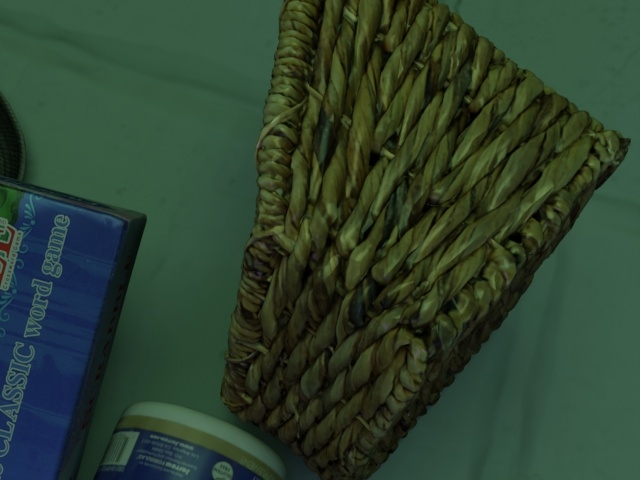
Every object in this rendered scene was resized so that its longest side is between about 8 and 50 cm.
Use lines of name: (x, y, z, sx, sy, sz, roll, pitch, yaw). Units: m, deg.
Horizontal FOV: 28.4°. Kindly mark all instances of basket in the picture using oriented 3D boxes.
basket: (0.000, 0.000, 0.748, 0.223, 0.299, 0.213, 40, 70, 10)

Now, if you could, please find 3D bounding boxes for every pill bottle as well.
pill bottle: (-0.100, 0.201, 0.748, 0.112, 0.112, 0.187, 19, 66, 3)

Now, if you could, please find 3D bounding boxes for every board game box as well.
board game box: (-0.295, 0.095, 0.728, 0.317, 0.066, 0.319, 15, 93, 2)

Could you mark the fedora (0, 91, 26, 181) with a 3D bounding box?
fedora: (-0.341, -0.065, 0.837, 0.275, 0.124, 0.244, 4, 65, -4)
